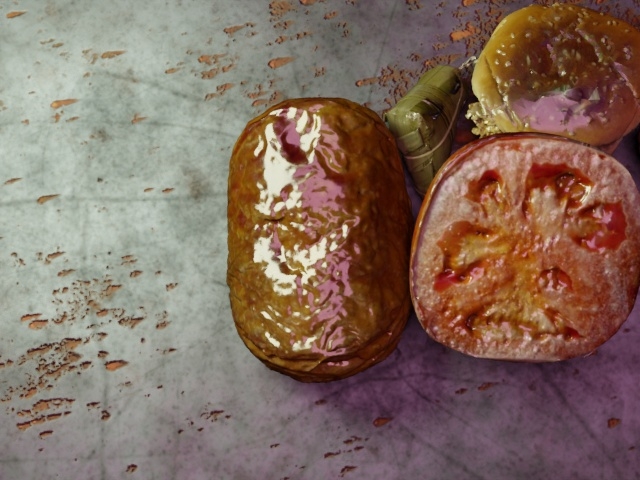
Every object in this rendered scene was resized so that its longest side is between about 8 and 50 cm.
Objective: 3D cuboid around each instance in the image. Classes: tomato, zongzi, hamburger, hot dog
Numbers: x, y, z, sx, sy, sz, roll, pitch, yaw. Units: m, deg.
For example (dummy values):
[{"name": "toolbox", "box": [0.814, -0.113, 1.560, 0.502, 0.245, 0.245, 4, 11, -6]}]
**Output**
[{"name": "tomato", "box": [0.271, 0.001, 1.368, 0.338, 0.144, 0.338, -2, 101, -8]}, {"name": "zongzi", "box": [0.181, -0.156, 1.464, 0.189, 0.081, 0.178, -48, 128, -38]}, {"name": "hamburger", "box": [0.335, -0.222, 1.427, 0.286, 0.146, 0.243, -19, 74, -2]}, {"name": "hot dog", "box": [0.000, 0.000, 1.370, 0.267, 0.174, 0.387, -3, 84, 2]}]

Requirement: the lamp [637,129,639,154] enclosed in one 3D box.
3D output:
[{"name": "lamp", "box": [0.508, -0.147, 1.435, 0.107, 0.092, 0.107, -8, 107, -26]}]
